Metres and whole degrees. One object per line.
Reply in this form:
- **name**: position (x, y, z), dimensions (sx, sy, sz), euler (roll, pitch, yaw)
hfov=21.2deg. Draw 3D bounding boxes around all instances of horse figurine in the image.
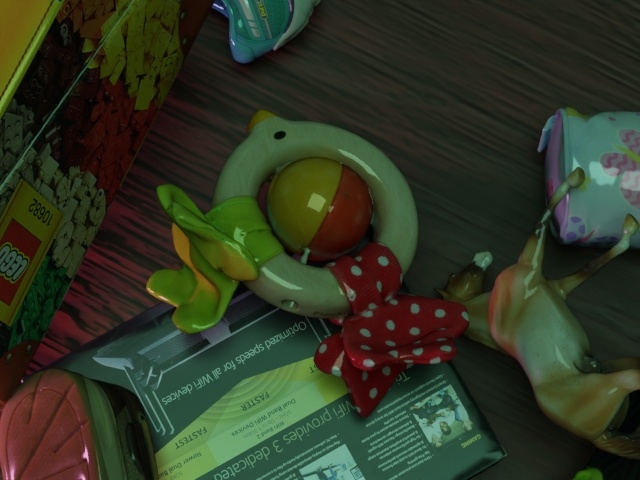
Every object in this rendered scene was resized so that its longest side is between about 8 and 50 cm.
- **horse figurine**: position (0.203, 0.074, 1.316), dimensions (0.174, 0.066, 0.263), euler (-47, 59, 20)

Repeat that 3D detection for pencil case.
- **pencil case**: position (0.319, -0.053, 1.400), dimensions (0.273, 0.113, 0.124), euler (0, 67, -1)

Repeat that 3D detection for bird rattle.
- **bird rattle**: position (0.000, 0.000, 1.300), dimensions (0.253, 0.143, 0.207), euler (17, 60, 1)

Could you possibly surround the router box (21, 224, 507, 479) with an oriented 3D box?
- **router box**: position (-0.045, 0.145, 1.367), dimensions (0.309, 0.081, 0.243), euler (-28, 79, -7)

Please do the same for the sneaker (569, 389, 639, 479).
- **sneaker**: position (0.289, 0.203, 1.352), dimensions (0.384, 0.145, 0.147), euler (-45, 114, -13)

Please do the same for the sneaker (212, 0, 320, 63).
- **sneaker**: position (-0.124, -0.265, 1.451), dimensions (0.275, 0.107, 0.110), euler (43, 90, 8)

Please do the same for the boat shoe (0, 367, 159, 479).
- **boat shoe**: position (-0.144, 0.262, 1.237), dimensions (0.123, 0.123, 0.342), euler (-24, 69, 27)

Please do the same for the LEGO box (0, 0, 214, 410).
- **LEGO box**: position (-0.394, -0.146, 1.308), dimensions (0.500, 0.193, 0.372), euler (22, 78, 20)
